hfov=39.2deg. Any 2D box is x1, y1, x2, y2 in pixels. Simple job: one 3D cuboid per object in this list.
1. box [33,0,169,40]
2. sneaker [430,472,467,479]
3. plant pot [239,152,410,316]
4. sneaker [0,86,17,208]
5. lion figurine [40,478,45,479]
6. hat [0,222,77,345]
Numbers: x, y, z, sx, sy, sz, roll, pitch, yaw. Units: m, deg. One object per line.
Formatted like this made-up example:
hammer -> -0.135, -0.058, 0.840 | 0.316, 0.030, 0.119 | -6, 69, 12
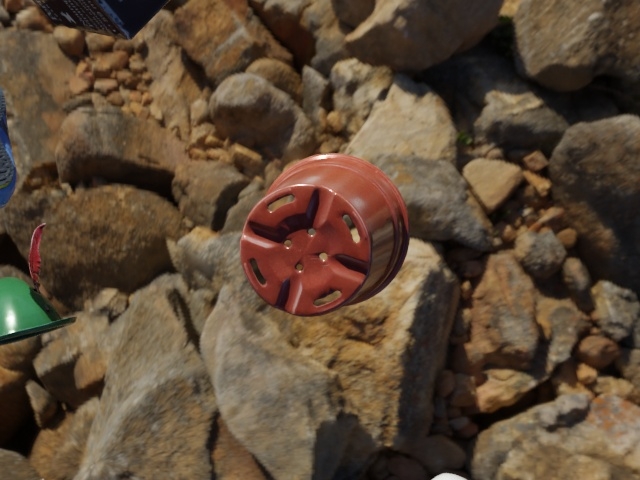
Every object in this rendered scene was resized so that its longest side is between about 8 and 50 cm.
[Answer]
box -> -0.245, -0.339, 0.970 | 0.167, 0.203, 0.168 | -51, 129, -14
sneaker -> 0.054, 0.211, 0.301 | 0.118, 0.110, 0.292 | -22, 117, -19
plant pot -> 0.000, 0.000, 1.450 | 0.272, 0.265, 0.273 | 1, 98, 10
sneaker -> -0.493, -0.144, 1.328 | 0.069, 0.082, 0.209 | -9, 65, -20
lion figurine -> -0.477, 0.518, 1.340 | 0.240, 0.142, 0.393 | -1, 111, 7
hat -> -0.482, 0.062, 1.384 | 0.172, 0.208, 0.184 | -14, 86, -22
